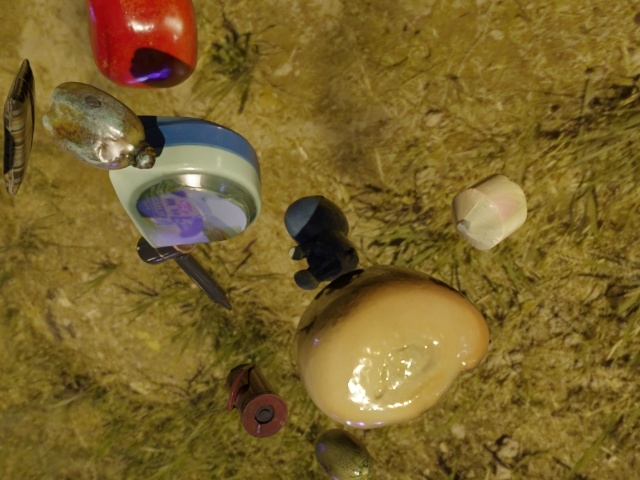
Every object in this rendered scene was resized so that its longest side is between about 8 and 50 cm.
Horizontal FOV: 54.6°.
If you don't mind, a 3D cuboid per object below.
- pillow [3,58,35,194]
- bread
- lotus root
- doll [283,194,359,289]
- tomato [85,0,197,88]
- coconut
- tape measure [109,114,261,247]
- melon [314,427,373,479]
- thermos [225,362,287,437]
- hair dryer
[{"bbox_3d":[-0.604,-0.231,1.247,0.208,0.052,0.212,-109,29,-51],"label":"pillow"},{"bbox_3d":[0.110,0.183,1.216,0.253,0.348,0.376,57,178,-2],"label":"bread"},{"bbox_3d":[-0.338,-0.168,0.956,0.192,0.088,0.113,30,96,3],"label":"lotus root"},{"bbox_3d":[0.000,0.000,1.603,0.154,0.228,0.258,-51,51,30],"label":"doll"},{"bbox_3d":[-0.469,-0.558,1.636,0.325,0.293,0.289,114,153,-47],"label":"tomato"},{"bbox_3d":[0.360,-0.060,1.353,0.147,0.153,0.147,39,147,31],"label":"coconut"},{"bbox_3d":[-0.238,-0.097,1.143,0.262,0.138,0.259,1,153,6],"label":"tape measure"},{"bbox_3d":[0.048,0.443,1.263,0.162,0.099,0.099,17,124,62],"label":"melon"},{"bbox_3d":[-0.144,0.329,1.333,0.099,0.124,0.232,-70,21,3],"label":"thermos"},{"bbox_3d":[-0.400,0.101,1.921,0.189,0.107,0.352,-17,120,38],"label":"hair dryer"}]
